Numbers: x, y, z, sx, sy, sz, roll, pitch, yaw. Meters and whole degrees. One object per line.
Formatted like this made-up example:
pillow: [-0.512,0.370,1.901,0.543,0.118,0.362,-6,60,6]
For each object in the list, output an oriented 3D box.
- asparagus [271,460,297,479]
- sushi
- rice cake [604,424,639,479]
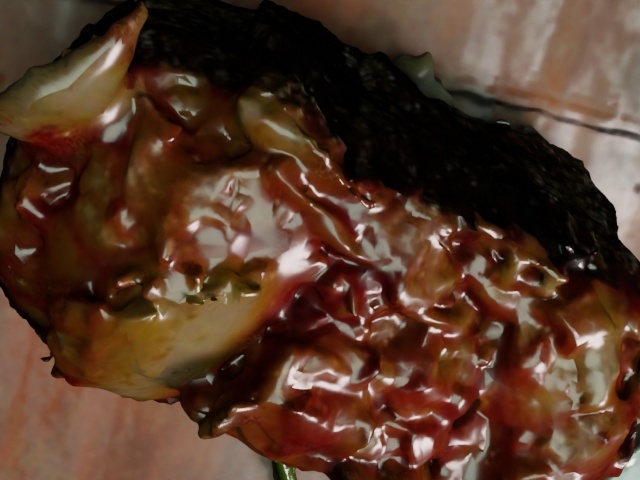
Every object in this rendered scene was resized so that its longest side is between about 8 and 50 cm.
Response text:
asparagus: [-0.016,0.157,0.696,0.022,0.023,0.233,-33,119,-39]
sushi: [0.000,0.000,0.551,0.343,0.182,0.196,22,102,-15]
rice cake: [0.160,0.182,0.706,0.226,0.040,0.085,-43,109,13]
